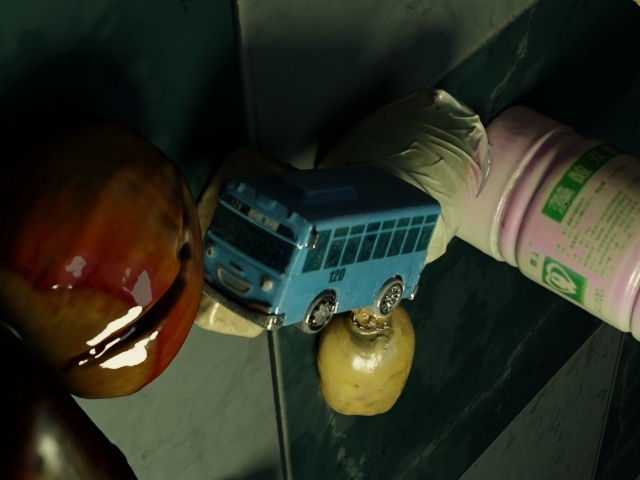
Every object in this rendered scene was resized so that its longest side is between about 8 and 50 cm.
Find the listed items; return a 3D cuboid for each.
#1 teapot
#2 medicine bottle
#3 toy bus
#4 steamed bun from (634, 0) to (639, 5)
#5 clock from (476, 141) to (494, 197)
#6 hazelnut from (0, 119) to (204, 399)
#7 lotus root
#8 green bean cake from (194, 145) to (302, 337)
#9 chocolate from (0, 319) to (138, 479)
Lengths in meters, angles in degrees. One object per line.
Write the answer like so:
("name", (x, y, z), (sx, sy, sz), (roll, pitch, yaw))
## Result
("teapot", (0.116, -0.059, 1.409), (0.178, 0.163, 0.222), (-50, 124, -30))
("medicine bottle", (0.355, -0.024, 1.674), (0.212, 0.325, 0.212), (-37, 144, -32))
("toy bus", (0.000, 0.000, 1.185), (0.234, 0.116, 0.134), (-8, 123, -53))
("steamed bun", (0.408, -0.426, 1.521), (0.268, 0.207, 0.280), (89, 15, -44))
("clock", (0.165, -0.102, 1.584), (0.152, 0.050, 0.110), (-4, 121, -56))
("hazelnut", (-0.176, 0.012, 1.025), (0.181, 0.181, 0.212), (-30, 136, -6))
("lotus root", (0.057, 0.134, 1.580), (0.125, 0.118, 0.221), (-55, 160, -43))
("green bean cake", (-0.076, 0.003, 1.269), (0.109, 0.085, 0.179), (14, 105, -57))
("chocolate", (-0.294, 0.194, 0.874), (0.383, 0.383, 0.331), (-38, 135, -33))
